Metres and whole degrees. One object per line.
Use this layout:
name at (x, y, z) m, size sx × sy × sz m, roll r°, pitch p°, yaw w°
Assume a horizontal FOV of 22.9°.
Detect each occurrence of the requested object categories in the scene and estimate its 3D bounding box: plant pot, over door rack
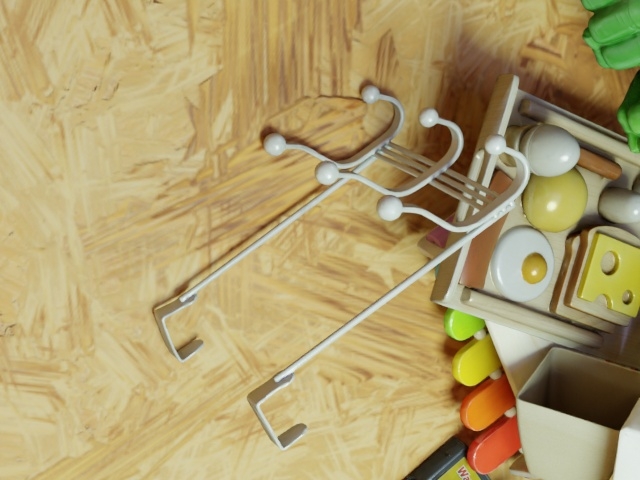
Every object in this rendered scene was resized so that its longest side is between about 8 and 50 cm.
plant pot at (0.253, 0.182, 1.528) m, size 0.109 × 0.109 × 0.096 m, roll -42°, pitch 141°, yaw -52°
over door rack at (0.000, 0.000, 1.392) m, size 0.324 × 0.239 × 0.108 m, roll -46°, pitch 121°, yaw -7°

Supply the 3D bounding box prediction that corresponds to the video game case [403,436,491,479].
video game case at (0.121, 0.386, 1.688) m, size 0.248 × 0.035 × 0.275 m, roll -39°, pitch 117°, yaw -10°

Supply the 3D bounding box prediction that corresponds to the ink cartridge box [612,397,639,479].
ink cartridge box at (0.395, 0.187, 1.563) m, size 0.353 × 0.119 × 0.207 m, roll -43°, pitch 143°, yaw -49°

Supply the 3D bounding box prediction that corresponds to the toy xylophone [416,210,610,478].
toy xylophone at (0.233, 0.091, 1.620) m, size 0.236 × 0.081 × 0.323 m, roll -28°, pitch 115°, yaw -27°

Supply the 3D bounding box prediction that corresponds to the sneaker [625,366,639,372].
sneaker at (0.376, 0.112, 1.702) m, size 0.061 × 0.065 × 0.158 m, roll -4°, pitch 111°, yaw -38°

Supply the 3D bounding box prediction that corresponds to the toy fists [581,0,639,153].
toy fists at (0.320, -0.168, 1.473) m, size 0.142 × 0.096 × 0.279 m, roll -45°, pitch 115°, yaw -49°

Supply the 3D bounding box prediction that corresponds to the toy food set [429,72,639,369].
toy food set at (0.254, -0.009, 1.509) m, size 0.306 × 0.092 × 0.220 m, roll 19°, pitch 86°, yaw -33°
